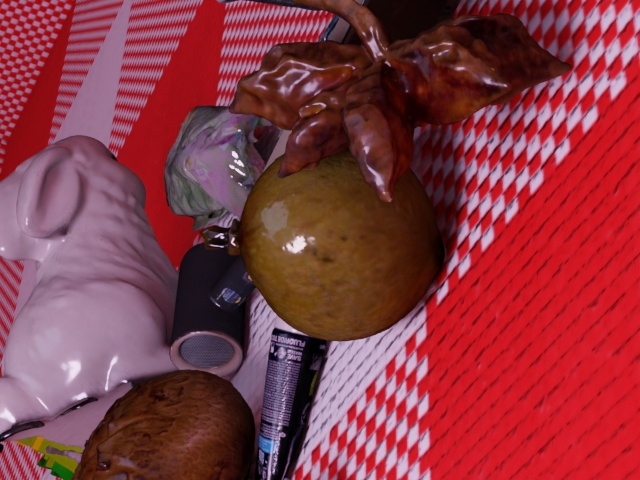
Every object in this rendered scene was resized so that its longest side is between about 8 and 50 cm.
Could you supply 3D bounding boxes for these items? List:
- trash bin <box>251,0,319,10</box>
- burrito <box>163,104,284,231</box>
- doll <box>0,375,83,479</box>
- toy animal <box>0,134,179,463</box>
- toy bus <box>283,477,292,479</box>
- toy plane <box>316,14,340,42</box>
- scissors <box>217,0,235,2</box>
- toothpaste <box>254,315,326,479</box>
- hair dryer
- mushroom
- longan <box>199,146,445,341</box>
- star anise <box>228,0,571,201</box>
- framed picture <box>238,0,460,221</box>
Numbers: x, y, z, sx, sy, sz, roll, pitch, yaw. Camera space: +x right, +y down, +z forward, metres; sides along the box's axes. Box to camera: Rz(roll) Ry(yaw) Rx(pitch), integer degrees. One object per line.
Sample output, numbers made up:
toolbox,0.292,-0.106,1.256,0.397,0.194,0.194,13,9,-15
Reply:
trash bin,-0.051,-0.305,1.580,0.175,0.161,0.175,-164,90,-75
burrito,-0.105,-0.088,1.651,0.229,0.089,0.143,168,116,-71
doll,-0.276,0.205,1.724,0.106,0.186,0.134,-61,-8,30
toy animal,-0.247,0.043,1.627,0.194,0.258,0.357,-45,53,39
toy bus,-0.036,0.234,1.164,0.051,0.061,0.153,-91,25,-42
toy plane,0.026,-0.182,1.405,0.235,0.060,0.096,-54,16,33
scissors,0.107,-0.222,1.048,0.383,0.256,0.029,-5,103,59
toothpaste,-0.029,0.133,1.284,0.071,0.045,0.193,178,104,-79
hair dryer,-0.056,0.008,1.472,0.255,0.070,0.128,-49,27,34
mushroom,-0.139,0.227,1.342,0.253,0.153,0.253,-161,90,-82
longan,0.000,0.000,1.120,0.154,0.176,0.145,85,-174,-45
star anise,0.054,-0.102,1.036,0.196,0.213,0.111,-115,22,-59
framed picture,0.028,-0.107,1.215,0.184,0.016,0.250,-24,-34,-57
